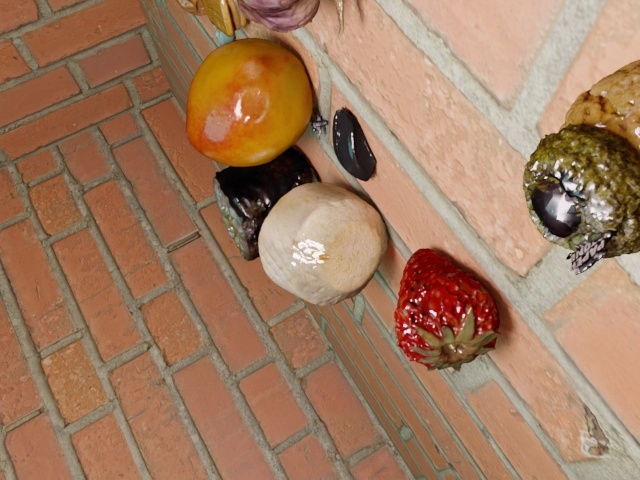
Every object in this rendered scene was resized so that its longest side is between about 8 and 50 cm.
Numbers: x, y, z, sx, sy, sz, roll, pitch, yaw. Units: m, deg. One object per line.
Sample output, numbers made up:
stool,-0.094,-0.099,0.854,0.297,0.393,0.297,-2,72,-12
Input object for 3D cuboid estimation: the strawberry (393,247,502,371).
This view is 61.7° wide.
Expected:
strawberry,0.217,0.116,1.014,0.244,0.205,0.205,-104,-2,-47

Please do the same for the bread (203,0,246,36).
bread,-0.263,-0.634,1.445,0.200,0.077,0.116,50,165,45

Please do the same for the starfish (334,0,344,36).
starfish,-0.003,-0.482,0.848,0.231,0.048,0.295,-129,21,-58

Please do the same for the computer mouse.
computer mouse,0.062,-0.201,1.160,0.099,0.057,0.172,23,139,65

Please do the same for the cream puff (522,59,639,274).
cream puff,0.265,-0.049,0.470,0.183,0.169,0.183,55,164,24

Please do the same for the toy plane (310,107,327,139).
toy plane,-0.006,-0.284,1.307,0.083,0.031,0.079,-148,45,-69

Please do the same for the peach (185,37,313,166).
peach,-0.177,-0.316,1.281,0.289,0.308,0.289,52,170,13

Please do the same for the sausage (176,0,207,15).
sausage,-0.394,-0.769,1.554,0.241,0.120,0.136,60,169,2

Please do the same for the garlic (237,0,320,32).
garlic,-0.097,-0.442,0.833,0.245,0.160,0.245,156,90,-81

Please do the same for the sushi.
sushi,-0.158,-0.125,1.633,0.281,0.294,0.299,60,166,19

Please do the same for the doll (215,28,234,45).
doll,-0.269,-0.574,1.632,0.159,0.059,0.158,51,165,43

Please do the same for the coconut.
coconut,0.000,0.000,1.330,0.329,0.328,0.329,56,166,22
